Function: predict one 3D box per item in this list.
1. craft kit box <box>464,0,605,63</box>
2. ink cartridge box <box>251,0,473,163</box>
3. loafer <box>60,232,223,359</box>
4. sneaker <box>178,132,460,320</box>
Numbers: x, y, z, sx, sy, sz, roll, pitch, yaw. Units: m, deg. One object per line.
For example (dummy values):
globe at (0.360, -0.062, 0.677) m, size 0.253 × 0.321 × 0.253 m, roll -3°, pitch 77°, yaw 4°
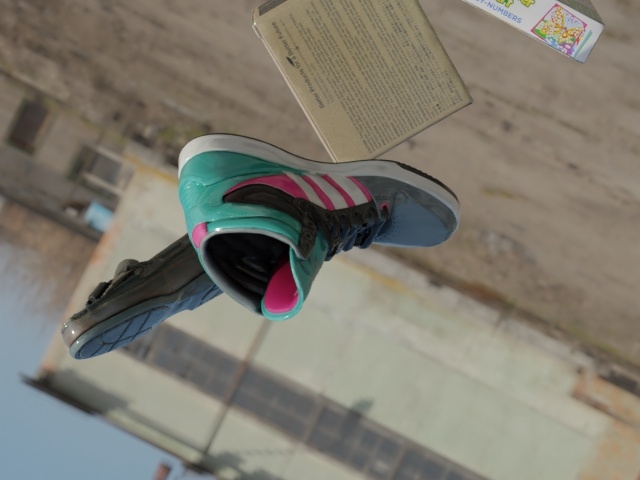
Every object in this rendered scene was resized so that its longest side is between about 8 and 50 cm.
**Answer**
craft kit box at (0.199, -0.308, 1.832) m, size 0.246 × 0.061 × 0.250 m, roll 24°, pitch -161°, yaw -6°
ink cartridge box at (0.051, -0.231, 1.980) m, size 0.235 × 0.193 × 0.088 m, roll 59°, pitch -173°, yaw -21°
loafer at (-0.192, 0.051, 1.755) m, size 0.267 × 0.096 × 0.084 m, roll -25°, pitch -106°, yaw -44°
sneaker at (0.000, 0.000, 1.564) m, size 0.295 × 0.178 × 0.124 m, roll 10°, pitch 138°, yaw -10°
